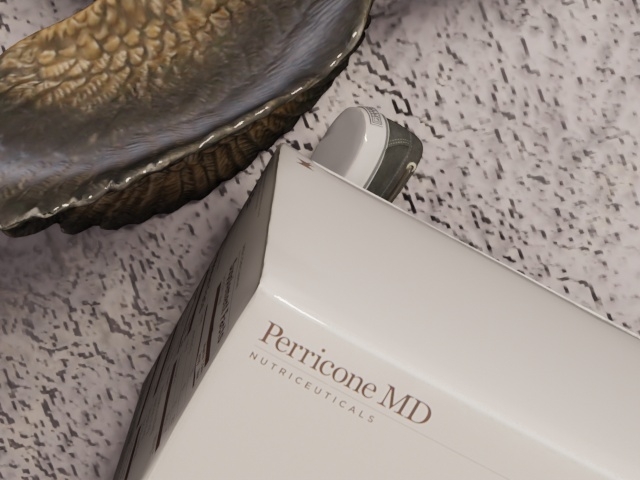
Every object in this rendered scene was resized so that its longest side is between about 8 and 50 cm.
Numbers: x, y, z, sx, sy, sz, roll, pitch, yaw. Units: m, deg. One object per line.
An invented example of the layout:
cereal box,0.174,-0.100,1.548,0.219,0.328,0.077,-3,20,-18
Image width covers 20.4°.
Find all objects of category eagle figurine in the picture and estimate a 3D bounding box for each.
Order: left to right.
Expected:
eagle figurine,-0.057,-0.103,0.770,0.225,0.226,0.298,29,90,45

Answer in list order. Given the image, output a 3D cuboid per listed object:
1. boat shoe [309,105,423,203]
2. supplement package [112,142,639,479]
boat shoe,0.000,0.000,0.858,0.040,0.049,0.142,19,116,-32
supplement package,0.059,0.102,0.753,0.262,0.204,0.145,27,106,-7
